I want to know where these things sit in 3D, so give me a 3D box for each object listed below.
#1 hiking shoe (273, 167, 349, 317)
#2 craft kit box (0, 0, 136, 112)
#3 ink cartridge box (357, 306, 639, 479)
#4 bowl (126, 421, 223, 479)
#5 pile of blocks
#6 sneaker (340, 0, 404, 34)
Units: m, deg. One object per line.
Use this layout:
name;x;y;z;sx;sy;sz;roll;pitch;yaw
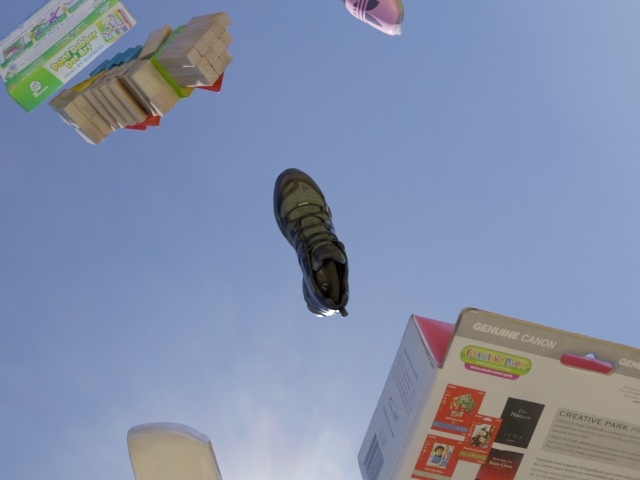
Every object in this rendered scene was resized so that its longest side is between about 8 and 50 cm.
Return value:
hiking shoe;0.000;0.000;1.150;0.086;0.114;0.227;-21;-86;-19
craft kit box;-0.476;-0.372;1.453;0.061;0.250;0.247;51;179;-39
ink cartridge box;0.235;0.200;0.897;0.309;0.272;0.130;15;-162;-12
bowl;-0.093;0.198;0.583;0.053;0.142;0.142;-16;-100;-10
pile of blocks;-0.276;-0.254;1.310;0.113;0.362;0.149;53;-145;-35
sneaker;0.134;-0.254;0.539;0.131;0.319;0.112;58;-179;10
